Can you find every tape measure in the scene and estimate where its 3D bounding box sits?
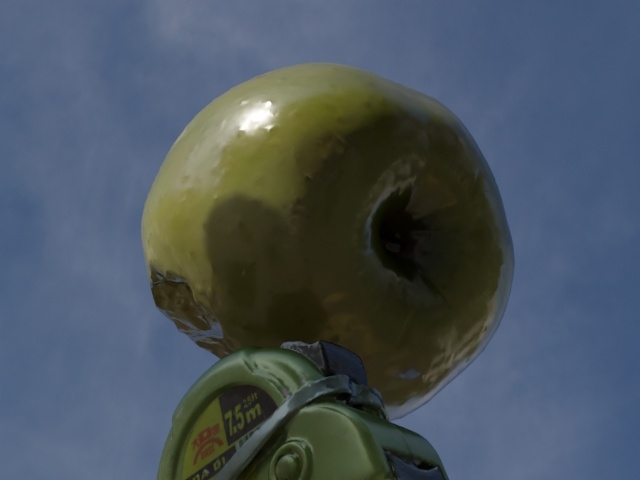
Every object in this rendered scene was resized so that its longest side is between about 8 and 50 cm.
[{"bbox_3d":[-0.024,0.134,0.695,0.177,0.154,0.087,-42,-43,21],"label":"tape measure"}]

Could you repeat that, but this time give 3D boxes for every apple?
[{"bbox_3d":[0.000,0.000,0.909,0.279,0.279,0.279,0,-64,0],"label":"apple"}]
